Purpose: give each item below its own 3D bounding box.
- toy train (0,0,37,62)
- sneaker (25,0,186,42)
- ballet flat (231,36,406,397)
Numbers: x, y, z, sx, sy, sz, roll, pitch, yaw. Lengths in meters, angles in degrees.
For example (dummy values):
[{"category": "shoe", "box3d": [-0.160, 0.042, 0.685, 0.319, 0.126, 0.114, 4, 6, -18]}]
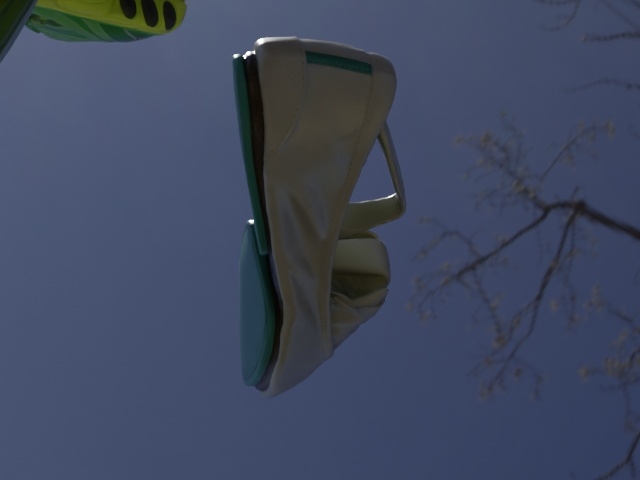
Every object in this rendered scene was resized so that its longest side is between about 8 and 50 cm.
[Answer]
[{"category": "toy train", "box3d": [-0.126, -0.086, 0.344, 0.143, 0.248, 0.105, 28, -10, -7]}, {"category": "sneaker", "box3d": [-0.267, -0.233, 1.291, 0.296, 0.109, 0.123, 17, -25, -30]}, {"category": "ballet flat", "box3d": [0.000, 0.000, 1.119, 0.139, 0.139, 0.400, 24, -34, 15]}]
